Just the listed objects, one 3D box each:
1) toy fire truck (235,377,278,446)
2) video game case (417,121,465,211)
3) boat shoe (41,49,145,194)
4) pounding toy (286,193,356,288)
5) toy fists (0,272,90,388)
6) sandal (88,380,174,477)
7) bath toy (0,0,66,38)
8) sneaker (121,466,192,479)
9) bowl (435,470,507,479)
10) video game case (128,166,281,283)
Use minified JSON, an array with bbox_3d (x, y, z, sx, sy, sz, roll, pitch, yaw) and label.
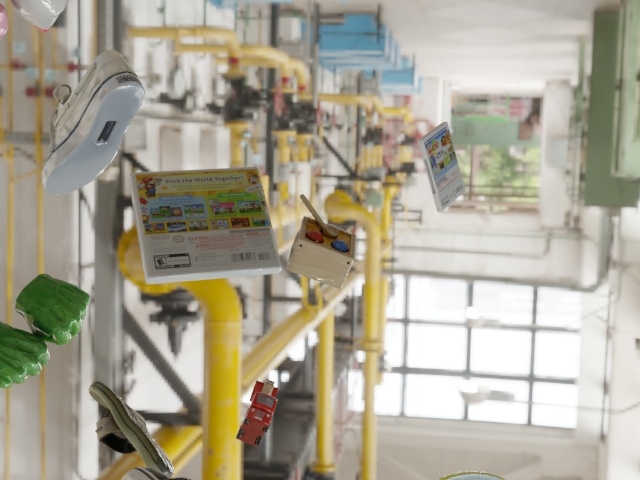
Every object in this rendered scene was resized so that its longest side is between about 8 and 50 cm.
[{"bbox_3d":[-0.109,0.305,1.793,0.047,0.135,0.192,22,149,-2],"label":"toy fire truck"},{"bbox_3d":[0.193,-0.118,1.543,0.011,0.122,0.087,-2,-156,38],"label":"video game case"},{"bbox_3d":[-0.497,-0.256,2.014,0.136,0.156,0.367,-7,149,-42],"label":"boat shoe"},{"bbox_3d":[0.000,0.000,1.854,0.130,0.100,0.141,20,-155,-5],"label":"pounding toy"},{"bbox_3d":[-0.603,0.196,2.046,0.142,0.096,0.279,25,-128,20],"label":"toy fists"},{"bbox_3d":[-0.380,0.365,1.846,0.086,0.120,0.303,-43,-140,-8],"label":"sandal"},{"bbox_3d":[-0.597,-0.369,1.642,0.348,0.151,0.129,-26,162,-25],"label":"bath toy"},{"bbox_3d":[-0.162,0.451,1.499,0.321,0.126,0.127,42,-131,10],"label":"sneaker"},{"bbox_3d":[0.275,0.581,1.878,0.290,0.289,0.156,1,176,-7],"label":"bowl"},{"bbox_3d":[-0.194,-0.029,1.631,0.227,0.206,0.026,-4,151,-19],"label":"video game case"}]
